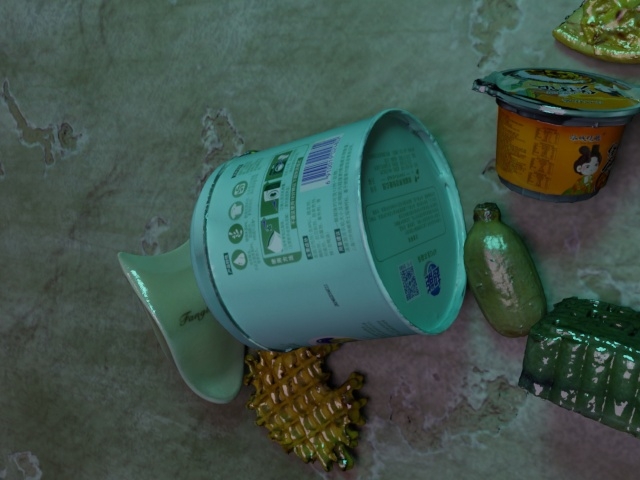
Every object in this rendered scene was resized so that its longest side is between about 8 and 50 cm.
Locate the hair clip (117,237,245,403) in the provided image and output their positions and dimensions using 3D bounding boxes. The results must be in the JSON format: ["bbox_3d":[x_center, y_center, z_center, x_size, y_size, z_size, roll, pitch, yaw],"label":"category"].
[{"bbox_3d":[-0.210,0.131,1.235,0.113,0.172,0.282,9,114,51],"label":"hair clip"}]

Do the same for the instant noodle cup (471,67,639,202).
[{"bbox_3d":[0.279,-0.121,0.875,0.208,0.177,0.126,12,118,17],"label":"instant noodle cup"}]

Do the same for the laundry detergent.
[{"bbox_3d":[0.000,0.000,0.994,0.305,0.287,0.287,-12,92,34],"label":"laundry detergent"}]

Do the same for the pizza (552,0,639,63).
[{"bbox_3d":[0.356,-0.259,0.869,0.160,0.035,0.099,18,107,29],"label":"pizza"}]

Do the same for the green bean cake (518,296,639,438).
[{"bbox_3d":[0.343,0.139,0.865,0.181,0.173,0.094,16,108,32],"label":"green bean cake"}]

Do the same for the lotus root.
[{"bbox_3d":[0.236,0.039,0.973,0.090,0.077,0.183,-18,90,33],"label":"lotus root"}]

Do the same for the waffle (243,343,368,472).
[{"bbox_3d":[-0.030,0.253,1.201,0.231,0.051,0.229,10,106,32],"label":"waffle"}]
